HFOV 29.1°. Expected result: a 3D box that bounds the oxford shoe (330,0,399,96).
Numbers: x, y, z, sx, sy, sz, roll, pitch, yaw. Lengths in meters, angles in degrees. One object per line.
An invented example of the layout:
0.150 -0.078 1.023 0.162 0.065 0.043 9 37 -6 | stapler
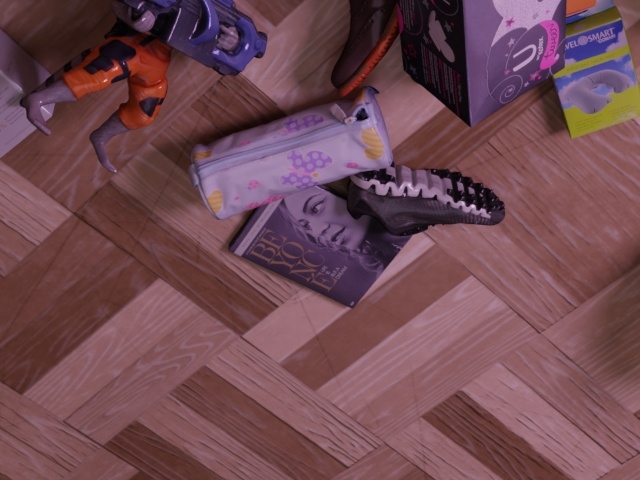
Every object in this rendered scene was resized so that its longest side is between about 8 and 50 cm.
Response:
0.070 -0.309 1.564 0.098 0.097 0.271 29 114 -1 | oxford shoe

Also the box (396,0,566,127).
0.194 -0.287 1.470 0.163 0.142 0.247 -33 146 -15 | box

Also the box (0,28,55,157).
-0.448 -0.204 1.606 0.130 0.091 0.170 -34 121 20 | box

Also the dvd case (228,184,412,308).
0.000 0.000 1.816 0.221 0.018 0.164 26 121 -19 | dvd case

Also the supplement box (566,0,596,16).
0.294 -0.393 1.496 0.080 0.078 0.233 -22 130 -21 | supplement box

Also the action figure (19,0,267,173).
-0.239 -0.269 1.487 0.330 0.178 0.341 -53 146 1 | action figure

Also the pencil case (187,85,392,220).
-0.037 -0.116 1.664 0.273 0.124 0.113 -18 91 12 | pencil case

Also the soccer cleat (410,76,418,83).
0.206 -0.234 1.623 0.179 0.060 0.072 -2 153 -8 | soccer cleat

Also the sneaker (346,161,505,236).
0.142 -0.049 1.754 0.234 0.078 0.106 13 127 -7 | sneaker

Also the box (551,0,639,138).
0.362 -0.231 1.650 0.109 0.042 0.178 -18 125 10 | box
